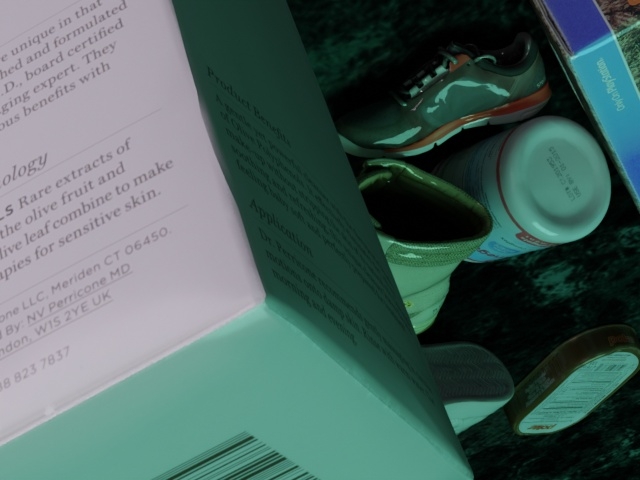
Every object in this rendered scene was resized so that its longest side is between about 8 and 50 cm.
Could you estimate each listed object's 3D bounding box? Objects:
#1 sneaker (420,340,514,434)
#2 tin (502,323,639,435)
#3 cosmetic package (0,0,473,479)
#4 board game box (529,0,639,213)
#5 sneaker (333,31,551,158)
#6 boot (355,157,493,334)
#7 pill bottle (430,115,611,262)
[{"bbox_3d":[0.035,0.173,1.150,0.292,0.108,0.169,9,135,-39],"label":"sneaker"},{"bbox_3d":[0.275,0.156,1.319,0.106,0.040,0.190,6,140,-28],"label":"tin"},{"bbox_3d":[-0.087,-0.053,0.511,0.155,0.365,0.197,-29,144,12],"label":"cosmetic package"},{"bbox_3d":[0.282,-0.171,0.736,0.291,0.141,0.232,-28,146,13],"label":"board game box"},{"bbox_3d":[0.079,-0.106,0.822,0.158,0.061,0.065,-18,126,-9],"label":"sneaker"},{"bbox_3d":[0.000,0.000,0.847,0.213,0.077,0.165,11,154,-7],"label":"boot"},{"bbox_3d":[0.129,-0.031,0.872,0.087,0.087,0.160,-3,173,-24],"label":"pill bottle"}]
